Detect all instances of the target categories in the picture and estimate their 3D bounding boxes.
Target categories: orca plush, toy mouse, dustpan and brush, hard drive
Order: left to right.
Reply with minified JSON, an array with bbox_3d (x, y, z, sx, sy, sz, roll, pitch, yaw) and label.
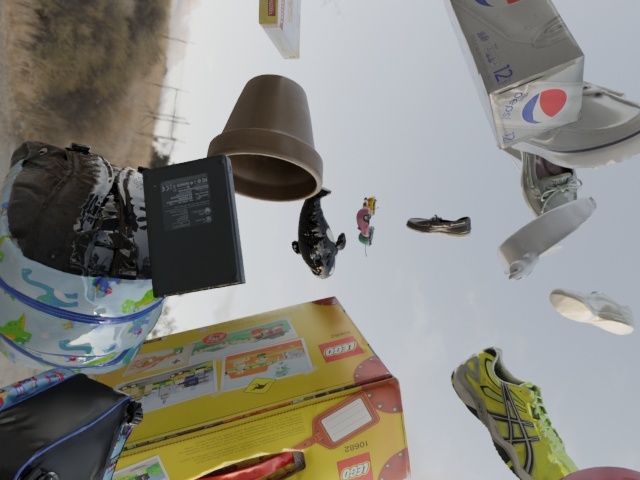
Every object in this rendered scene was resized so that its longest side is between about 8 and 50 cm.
[{"bbox_3d":[-0.132,-0.014,0.462,0.022,0.094,0.135,50,31,-78],"label":"hard drive"},{"bbox_3d":[0.000,0.000,1.194,0.102,0.151,0.288,-89,-172,-57],"label":"orca plush"},{"bbox_3d":[0.099,-0.033,1.000,0.161,0.031,0.143,48,50,-71],"label":"toy mouse"},{"bbox_3d":[0.276,0.011,0.578,0.147,0.211,0.060,-46,-117,39],"label":"dustpan and brush"}]

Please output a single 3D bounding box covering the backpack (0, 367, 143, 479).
[{"bbox_3d":[-0.275,0.234,0.431,0.158,0.116,0.174,-20,130,-75],"label":"backpack"}]

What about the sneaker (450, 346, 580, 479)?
[{"bbox_3d":[0.471,0.421,1.041,0.385,0.145,0.147,51,-60,35],"label":"sneaker"}]

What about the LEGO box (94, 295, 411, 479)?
[{"bbox_3d":[-0.147,0.299,0.810,0.372,0.499,0.193,-133,-147,-73],"label":"LEGO box"}]

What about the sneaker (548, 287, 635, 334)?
[{"bbox_3d":[0.699,0.163,1.158,0.080,0.212,0.094,106,10,-55],"label":"sneaker"}]

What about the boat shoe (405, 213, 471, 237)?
[{"bbox_3d":[0.378,-0.059,1.431,0.075,0.205,0.065,-53,147,-54],"label":"boat shoe"}]

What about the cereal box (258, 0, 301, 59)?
[{"bbox_3d":[-0.083,-0.518,0.976,0.240,0.047,0.173,-46,138,-81],"label":"cereal box"}]

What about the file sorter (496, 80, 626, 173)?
[{"bbox_3d":[0.702,-0.282,1.275,0.277,0.173,0.193,-42,-150,13],"label":"file sorter"}]

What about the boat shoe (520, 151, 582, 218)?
[{"bbox_3d":[0.558,-0.185,1.088,0.103,0.118,0.321,55,29,-83],"label":"boat shoe"}]

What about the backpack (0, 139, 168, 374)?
[{"bbox_3d":[-0.336,0.018,0.659,0.355,0.290,0.274,31,-82,56],"label":"backpack"}]

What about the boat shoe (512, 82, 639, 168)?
[{"bbox_3d":[0.296,-0.153,0.550,0.095,0.084,0.258,-37,-161,-1],"label":"boat shoe"}]

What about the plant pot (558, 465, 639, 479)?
[{"bbox_3d":[0.310,0.340,0.421,0.190,0.174,0.191,-3,-98,18],"label":"plant pot"}]

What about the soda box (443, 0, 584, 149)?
[{"bbox_3d":[0.210,-0.256,0.528,0.091,0.098,0.287,-18,-123,20],"label":"soda box"}]

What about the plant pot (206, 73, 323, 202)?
[{"bbox_3d":[-0.112,-0.238,1.018,0.263,0.262,0.230,-22,-124,57],"label":"plant pot"}]
